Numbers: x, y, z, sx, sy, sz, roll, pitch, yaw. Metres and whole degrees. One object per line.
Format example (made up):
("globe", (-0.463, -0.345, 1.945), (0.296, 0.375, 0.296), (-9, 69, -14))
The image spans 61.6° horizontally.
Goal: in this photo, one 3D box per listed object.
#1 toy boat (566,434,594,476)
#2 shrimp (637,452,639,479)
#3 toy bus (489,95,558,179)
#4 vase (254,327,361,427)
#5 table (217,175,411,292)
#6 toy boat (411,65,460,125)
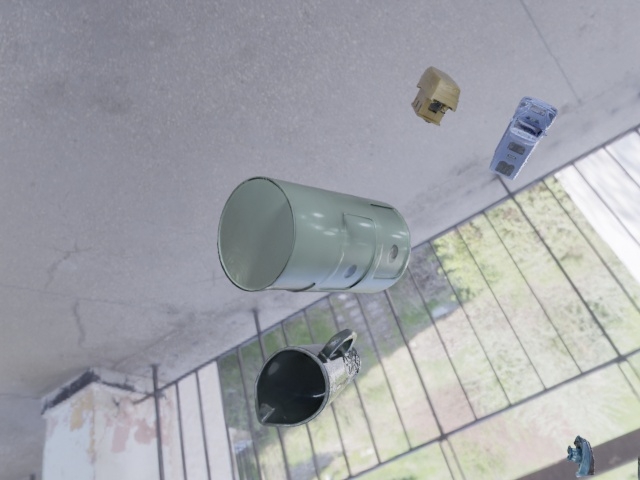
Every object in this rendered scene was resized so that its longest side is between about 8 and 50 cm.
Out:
("toy boat", (0.685, 0.573, 1.423), (0.061, 0.137, 0.060), (8, 117, 16))
("shrimp", (0.562, 0.371, 0.684), (0.233, 0.365, 0.071), (-23, 151, 22))
("toy bus", (0.389, -0.195, 1.041), (0.076, 0.073, 0.167), (-55, 166, -27))
("vase", (0.004, 0.291, 1.215), (0.251, 0.156, 0.301), (-51, 160, 13))
("table", (0.000, 0.000, 0.650), (0.220, 0.126, 0.126), (7, 138, -48))
("toy boat", (0.194, -0.249, 0.928), (0.057, 0.200, 0.077), (23, 116, -8))
